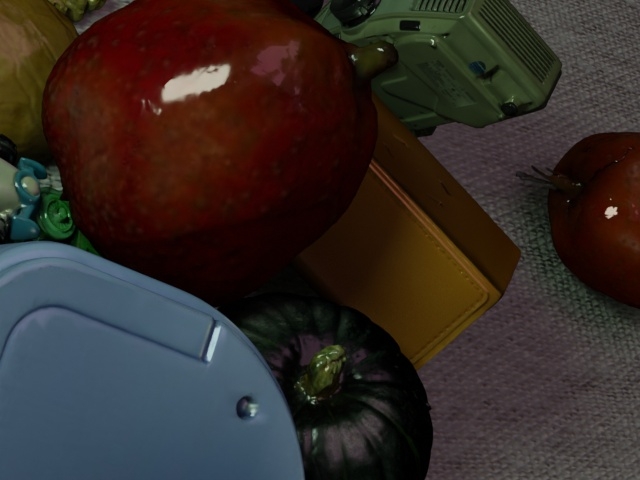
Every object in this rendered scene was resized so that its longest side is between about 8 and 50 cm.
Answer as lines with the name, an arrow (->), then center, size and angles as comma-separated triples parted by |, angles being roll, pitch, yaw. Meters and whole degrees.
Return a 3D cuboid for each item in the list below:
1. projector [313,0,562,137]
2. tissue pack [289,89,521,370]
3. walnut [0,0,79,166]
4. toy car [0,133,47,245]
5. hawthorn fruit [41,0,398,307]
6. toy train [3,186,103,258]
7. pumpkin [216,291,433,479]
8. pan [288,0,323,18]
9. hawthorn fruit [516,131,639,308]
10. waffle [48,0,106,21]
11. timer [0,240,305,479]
projector -> 0.091, -0.186, 1.804 | 0.193, 0.269, 0.088 | 44, 59, -27
tissue pack -> 0.046, -0.025, 1.713 | 0.274, 0.145, 0.194 | 48, 19, 0
walnut -> -0.278, -0.165, 1.566 | 0.211, 0.087, 0.167 | 51, 59, -13
toy car -> -0.307, -0.055, 1.452 | 0.161, 0.098, 0.126 | 6, 55, -5
hawthorn fruit -> -0.078, -0.099, 1.491 | 0.265, 0.307, 0.265 | 49, 24, -32
toy train -> -0.226, 0.072, 1.504 | 0.119, 0.085, 0.251 | 32, 46, -39
pumpkin -> -0.019, 0.154, 1.556 | 0.250, 0.216, 0.250 | 8, 53, -11
pan -> -0.043, -0.257, 1.912 | 0.136, 0.028, 0.235 | 20, 53, -34
hawthorn fruit -> 0.347, -0.034, 2.033 | 0.299, 0.211, 0.211 | 17, 54, -20
waffle -> -0.272, -0.283, 1.696 | 0.192, 0.046, 0.161 | -11, 77, -44
timer -> -0.180, 0.212, 1.340 | 0.395, 0.173, 0.395 | 2, 87, -33
